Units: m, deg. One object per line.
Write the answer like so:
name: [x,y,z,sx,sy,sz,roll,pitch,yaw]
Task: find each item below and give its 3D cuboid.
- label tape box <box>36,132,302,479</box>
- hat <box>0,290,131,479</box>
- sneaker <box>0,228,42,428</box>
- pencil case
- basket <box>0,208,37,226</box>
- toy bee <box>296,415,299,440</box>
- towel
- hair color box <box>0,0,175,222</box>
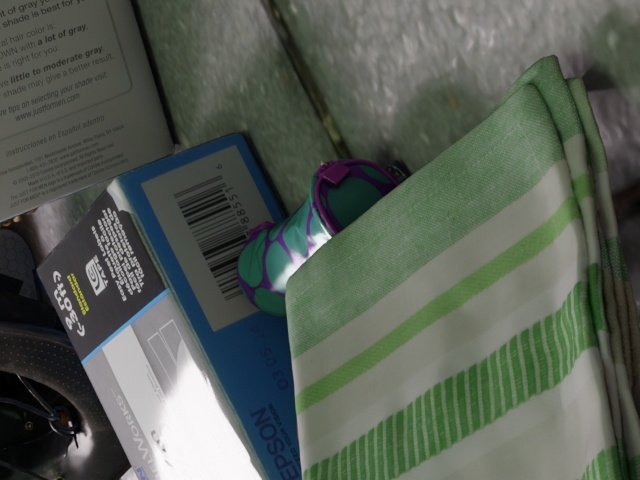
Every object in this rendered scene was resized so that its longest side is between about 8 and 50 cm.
label tape box: [-0.102,0.094,1.170,0.241,0.106,0.333,63,151,5]
hat: [-0.305,0.131,1.407,0.331,0.331,0.134,101,164,-48]
sneaker: [-0.336,0.088,1.564,0.163,0.086,0.226,9,111,45]
pencil case: [0.000,0.000,0.967,0.070,0.064,0.151,60,152,5]
basket: [-0.403,-0.120,1.388,0.213,0.223,0.299,6,116,58]
toy bee: [0.059,0.143,0.880,0.298,0.162,0.195,19,126,53]
towel: [0.060,0.103,0.744,0.248,0.038,0.325,-40,43,41]
hair color box: [-0.241,-0.197,1.104,0.105,0.174,0.347,14,123,57]
